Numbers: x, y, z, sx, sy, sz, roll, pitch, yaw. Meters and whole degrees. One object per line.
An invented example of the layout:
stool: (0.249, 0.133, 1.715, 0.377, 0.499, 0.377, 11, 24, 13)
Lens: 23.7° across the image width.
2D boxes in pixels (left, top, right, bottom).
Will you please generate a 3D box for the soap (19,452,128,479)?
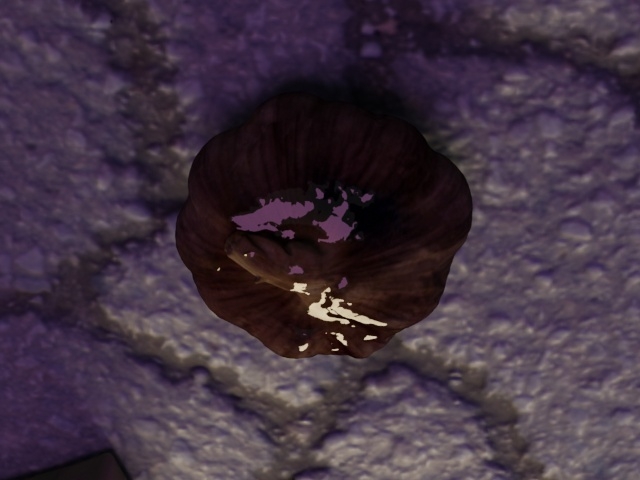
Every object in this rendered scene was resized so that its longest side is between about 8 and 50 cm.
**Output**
soap: (-0.260, 0.328, 1.426, 0.182, 0.199, 0.138, -17, 122, 15)

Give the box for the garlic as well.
garlic: (0.000, 0.000, 1.224, 0.245, 0.160, 0.245, 2, 121, 3)
